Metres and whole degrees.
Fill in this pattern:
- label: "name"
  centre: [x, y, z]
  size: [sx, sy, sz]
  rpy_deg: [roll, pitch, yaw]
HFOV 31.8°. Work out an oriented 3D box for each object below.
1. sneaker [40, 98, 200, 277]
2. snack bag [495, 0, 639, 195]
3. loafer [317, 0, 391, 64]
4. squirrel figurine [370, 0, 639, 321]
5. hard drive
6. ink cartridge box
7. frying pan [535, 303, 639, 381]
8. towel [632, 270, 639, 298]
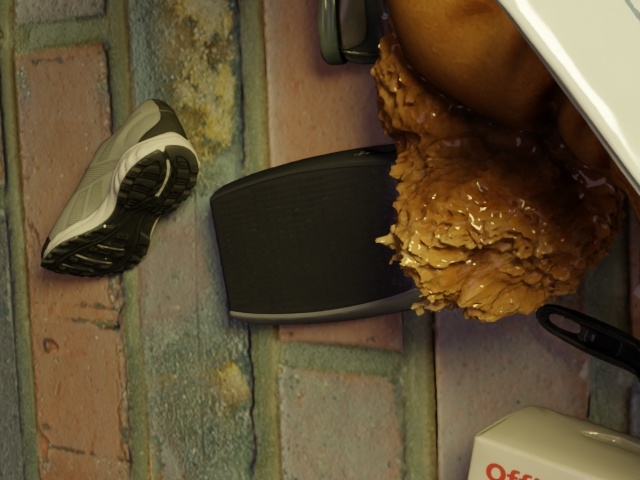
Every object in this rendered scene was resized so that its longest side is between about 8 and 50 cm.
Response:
- label: "sneaker"
  centre: [-0.229, -0.049, 1.269]
  size: [0.271, 0.100, 0.108]
  rpy_deg: [-43, 48, 33]
- label: "snack bag"
  centre: [0.310, -0.099, 0.666]
  size: [0.342, 0.323, 0.037]
  rpy_deg: [55, 165, 4]
- label: "loafer"
  centre: [0.045, -0.299, 1.058]
  size: [0.084, 0.096, 0.267]
  rpy_deg: [4, 106, 14]
- label: "squirrel figurine"
  centre: [0.209, -0.099, 0.859]
  size: [0.370, 0.281, 0.397]
  rpy_deg: [57, 138, 21]
- label: "hard drive"
  centre: [0.000, 0.000, 1.133]
  size: [0.255, 0.054, 0.172]
  rpy_deg: [-9, 91, 34]
- label: "ink cartridge box"
  centre: [0.223, 0.312, 0.985]
  size: [0.201, 0.117, 0.278]
  rpy_deg: [15, 103, 32]
- label: "frying pan"
  centre: [0.307, 0.096, 0.850]
  size: [0.326, 0.053, 0.197]
  rpy_deg: [51, 120, 34]
- label: "towel"
  centre: [0.422, 0.014, 0.805]
  size: [0.317, 0.053, 0.332]
  rpy_deg: [50, 119, 36]
